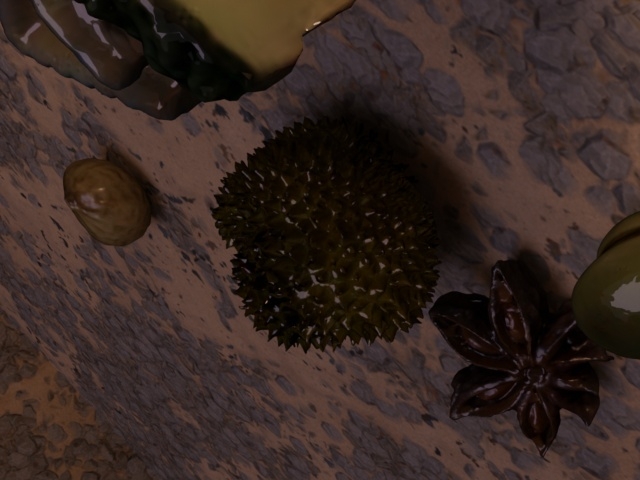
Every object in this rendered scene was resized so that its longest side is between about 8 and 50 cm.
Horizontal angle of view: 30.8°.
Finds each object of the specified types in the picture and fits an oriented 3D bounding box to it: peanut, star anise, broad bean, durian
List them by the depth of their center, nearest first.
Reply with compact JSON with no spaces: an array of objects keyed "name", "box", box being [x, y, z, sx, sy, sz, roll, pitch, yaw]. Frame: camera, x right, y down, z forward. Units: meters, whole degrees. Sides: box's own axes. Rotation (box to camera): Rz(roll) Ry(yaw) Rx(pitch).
[{"name":"broad bean","box":[0.358,0.057,1.010,0.263,0.121,0.189,20,141,16]},{"name":"star anise","box":[0.218,0.126,1.289,0.214,0.099,0.220,37,132,8]},{"name":"durian","box":[-0.003,-0.007,1.294,0.293,0.258,0.258,48,161,45]},{"name":"peanut","box":[-0.334,-0.060,1.832,0.140,0.109,0.159,41,167,35]}]

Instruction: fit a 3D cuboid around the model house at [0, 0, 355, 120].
[{"name":"model house","box":[-0.152,-0.334,0.867,0.445,0.395,0.400,49,156,-17]}]
